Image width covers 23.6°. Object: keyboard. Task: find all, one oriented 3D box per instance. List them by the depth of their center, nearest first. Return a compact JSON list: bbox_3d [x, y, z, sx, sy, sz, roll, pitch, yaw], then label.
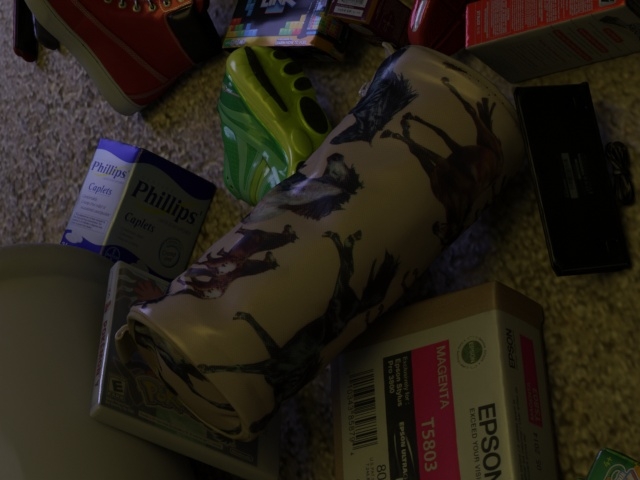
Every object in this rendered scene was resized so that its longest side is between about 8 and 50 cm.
[{"bbox_3d":[0.238,-0.058,1.402,0.023,0.108,0.180,141,121,-65],"label":"keyboard"}]

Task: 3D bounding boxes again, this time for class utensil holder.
[{"bbox_3d":[-0.283,0.250,1.521,0.327,0.327,0.385,-38,55,20],"label":"utensil holder"}]

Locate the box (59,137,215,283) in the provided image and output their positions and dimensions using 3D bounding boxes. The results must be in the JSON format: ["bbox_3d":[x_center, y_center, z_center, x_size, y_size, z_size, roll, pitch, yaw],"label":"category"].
[{"bbox_3d":[-0.201,-0.026,1.696,0.072,0.126,0.137,14,82,41],"label":"box"}]

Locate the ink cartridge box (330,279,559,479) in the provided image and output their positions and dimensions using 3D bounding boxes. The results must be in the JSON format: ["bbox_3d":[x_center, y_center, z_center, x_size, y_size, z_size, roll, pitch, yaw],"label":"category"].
[{"bbox_3d":[0.111,0.175,1.401,0.193,0.088,0.235,-20,59,31],"label":"ink cartridge box"}]

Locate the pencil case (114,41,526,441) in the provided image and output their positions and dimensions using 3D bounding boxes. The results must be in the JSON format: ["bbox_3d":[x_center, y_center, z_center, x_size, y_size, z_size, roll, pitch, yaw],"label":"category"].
[{"bbox_3d":[0.000,0.000,1.427,0.410,0.160,0.183,-45,47,-13],"label":"pencil case"}]

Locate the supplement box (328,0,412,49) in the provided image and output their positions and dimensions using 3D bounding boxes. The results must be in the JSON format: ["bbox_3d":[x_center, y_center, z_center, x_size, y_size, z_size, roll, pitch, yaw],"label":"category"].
[{"bbox_3d":[0.057,-0.236,1.608,0.055,0.083,0.043,17,84,41],"label":"supplement box"}]

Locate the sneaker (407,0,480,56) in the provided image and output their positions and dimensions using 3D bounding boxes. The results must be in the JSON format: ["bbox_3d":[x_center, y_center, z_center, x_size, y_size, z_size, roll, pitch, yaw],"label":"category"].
[{"bbox_3d":[0.124,-0.287,1.594,0.128,0.087,0.221,11,67,48],"label":"sneaker"}]

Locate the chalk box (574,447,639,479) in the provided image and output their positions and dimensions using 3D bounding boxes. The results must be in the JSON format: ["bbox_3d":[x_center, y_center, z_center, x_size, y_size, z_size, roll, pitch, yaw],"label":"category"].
[{"bbox_3d":[0.269,0.255,1.218,0.213,0.132,0.132,22,86,41],"label":"chalk box"}]

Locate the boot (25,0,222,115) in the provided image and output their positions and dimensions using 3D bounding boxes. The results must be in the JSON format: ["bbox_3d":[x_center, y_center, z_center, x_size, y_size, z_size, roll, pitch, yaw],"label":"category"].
[{"bbox_3d":[-0.230,-0.284,1.770,0.176,0.244,0.088,-33,20,23],"label":"boot"}]

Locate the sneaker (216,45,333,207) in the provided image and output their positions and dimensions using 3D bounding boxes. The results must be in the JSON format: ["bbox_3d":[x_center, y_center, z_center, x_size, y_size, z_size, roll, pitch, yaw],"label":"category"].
[{"bbox_3d":[-0.030,-0.067,1.615,0.123,0.109,0.295,-56,47,47],"label":"sneaker"}]

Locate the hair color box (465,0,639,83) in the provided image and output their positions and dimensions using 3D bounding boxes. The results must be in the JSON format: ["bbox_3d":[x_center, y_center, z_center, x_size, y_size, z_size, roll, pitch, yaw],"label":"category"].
[{"bbox_3d":[0.232,-0.206,1.456,0.167,0.093,0.053,-10,67,34],"label":"hair color box"}]

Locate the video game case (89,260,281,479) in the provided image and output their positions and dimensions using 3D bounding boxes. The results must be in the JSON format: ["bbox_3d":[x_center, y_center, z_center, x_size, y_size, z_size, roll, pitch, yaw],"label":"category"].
[{"bbox_3d":[-0.124,0.129,1.500,0.023,0.201,0.183,-44,32,38],"label":"video game case"}]

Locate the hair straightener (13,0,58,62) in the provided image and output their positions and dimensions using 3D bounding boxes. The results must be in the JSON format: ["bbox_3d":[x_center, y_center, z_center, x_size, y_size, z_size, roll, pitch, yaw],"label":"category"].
[{"bbox_3d":[-0.356,-0.346,2.005,0.089,0.047,0.230,-20,57,30],"label":"hair straightener"}]

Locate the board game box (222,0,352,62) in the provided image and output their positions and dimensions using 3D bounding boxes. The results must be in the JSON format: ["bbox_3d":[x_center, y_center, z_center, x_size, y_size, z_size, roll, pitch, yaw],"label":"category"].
[{"bbox_3d":[-0.023,-0.267,1.686,0.170,0.048,0.141,7,77,50],"label":"board game box"}]
